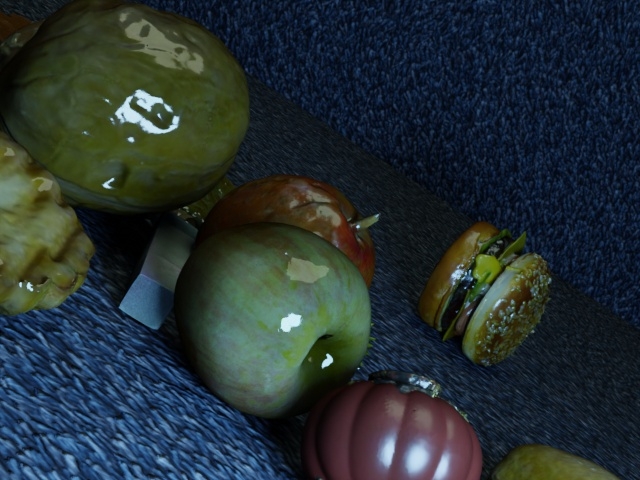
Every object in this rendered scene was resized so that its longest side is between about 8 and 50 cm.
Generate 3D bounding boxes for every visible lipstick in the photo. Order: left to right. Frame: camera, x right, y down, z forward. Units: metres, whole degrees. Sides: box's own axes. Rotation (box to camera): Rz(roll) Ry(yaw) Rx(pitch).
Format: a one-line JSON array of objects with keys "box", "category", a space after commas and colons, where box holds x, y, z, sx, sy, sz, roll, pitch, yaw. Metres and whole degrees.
[{"box": [-0.236, 0.037, 1.736, 0.068, 0.066, 0.317, 33, 14, -11], "category": "lipstick"}]

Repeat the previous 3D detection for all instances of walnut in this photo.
[{"box": [-0.300, -0.191, 1.771, 0.398, 0.308, 0.354, 8, -16, -26], "category": "walnut"}, {"box": [0.342, 0.395, 1.638, 0.203, 0.203, 0.298, 27, 13, -31], "category": "walnut"}]

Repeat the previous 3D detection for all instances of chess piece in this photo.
[{"box": [-0.271, -0.042, 1.948, 0.122, 0.066, 0.066, 35, 12, 24], "category": "chess piece"}]

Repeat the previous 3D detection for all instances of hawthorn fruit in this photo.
[{"box": [-0.029, 0.019, 1.789, 0.277, 0.298, 0.277, 42, 31, -32], "category": "hawthorn fruit"}]

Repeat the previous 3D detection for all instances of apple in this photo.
[{"box": [-0.068, 0.101, 1.555, 0.234, 0.257, 0.257, 28, 6, 38], "category": "apple"}]

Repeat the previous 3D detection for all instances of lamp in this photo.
[{"box": [0.084, 0.270, 1.432, 0.227, 0.227, 0.227, 33, 14, -9], "category": "lamp"}]

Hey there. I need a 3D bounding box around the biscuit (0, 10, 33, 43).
[{"box": [-0.626, -0.413, 2.377, 0.205, 0.049, 0.324, 35, 14, -7], "category": "biscuit"}]

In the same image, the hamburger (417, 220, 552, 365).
[{"box": [0.356, 0.116, 2.462, 0.225, 0.291, 0.291, 35, 13, 21], "category": "hamburger"}]

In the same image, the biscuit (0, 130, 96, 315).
[{"box": [-0.423, -0.035, 1.382, 0.326, 0.107, 0.326, 40, 19, -17], "category": "biscuit"}]

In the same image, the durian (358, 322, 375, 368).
[{"box": [-0.020, 0.084, 2.024, 0.169, 0.158, 0.352, -19, 56, -29], "category": "durian"}]

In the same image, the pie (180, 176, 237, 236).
[{"box": [-0.236, -0.080, 2.143, 0.323, 0.070, 0.323, 35, 17, -12], "category": "pie"}]

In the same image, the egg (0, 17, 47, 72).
[{"box": [-0.461, -0.289, 2.041, 0.245, 0.203, 0.203, 2, 34, -47], "category": "egg"}]
